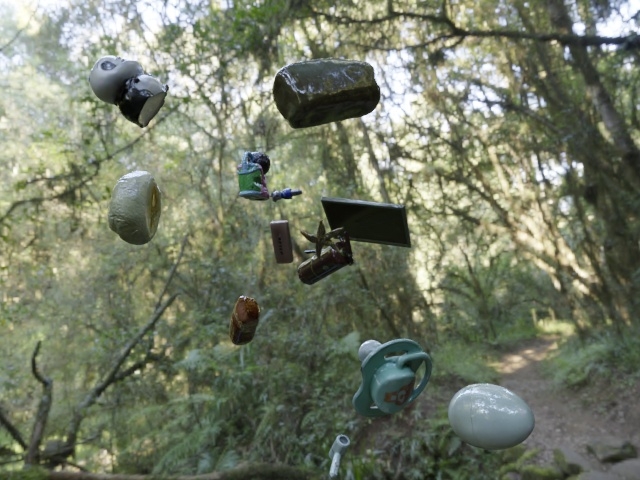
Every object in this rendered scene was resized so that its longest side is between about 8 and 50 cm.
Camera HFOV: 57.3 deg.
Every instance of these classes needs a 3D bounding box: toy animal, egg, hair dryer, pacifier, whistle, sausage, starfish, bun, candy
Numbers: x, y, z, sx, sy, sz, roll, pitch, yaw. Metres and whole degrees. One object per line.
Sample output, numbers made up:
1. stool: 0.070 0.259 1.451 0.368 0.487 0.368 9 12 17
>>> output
1. toy animal: -0.638 -0.503 1.923 0.165 0.235 0.187 -46 6 31
2. egg: 0.402 0.416 1.384 0.151 0.151 0.209 -1 -7 -45
3. hair dryer: 0.051 0.683 1.829 0.047 0.082 0.137 22 32 1
4. pacifier: 0.229 0.451 2.056 0.288 0.344 0.269 0 32 -24
5. whistle: -0.087 -0.115 1.485 0.083 0.029 0.033 -9 -46 10
6. sausage: -0.233 0.247 1.803 0.083 0.089 0.300 -3 -25 -17
7. starfish: 0.000 0.000 1.125 0.086 0.092 0.016 2 30 -13
8. bun: -0.607 -0.104 1.898 0.153 0.244 0.244 2 -6 4
9. candy: 0.016 -0.295 1.168 0.234 0.104 0.102 -20 -20 -33

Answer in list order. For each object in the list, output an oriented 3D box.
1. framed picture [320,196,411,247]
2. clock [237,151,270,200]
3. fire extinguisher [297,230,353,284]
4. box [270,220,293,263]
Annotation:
1. framed picture: 0.174 -0.067 2.207 0.324 0.020 0.240 6 -37 22
2. clock: -0.265 -0.264 2.358 0.100 0.196 0.194 -2 -6 18
3. fire extinguisher: 0.027 0.066 2.220 0.105 0.141 0.341 -30 -3 -37
4. box: -0.100 0.005 1.516 0.048 0.115 0.025 0 19 18
